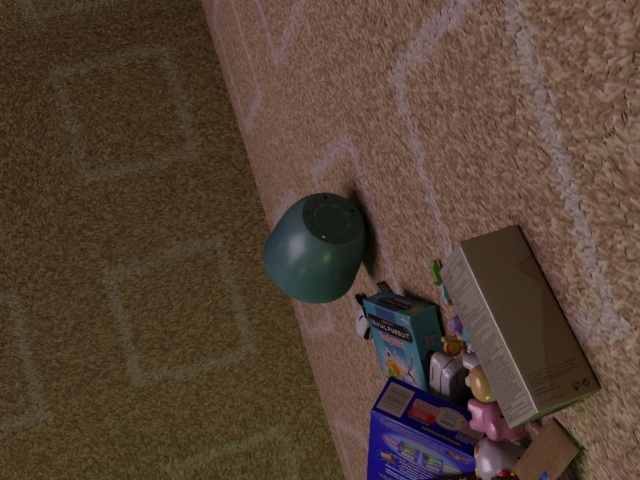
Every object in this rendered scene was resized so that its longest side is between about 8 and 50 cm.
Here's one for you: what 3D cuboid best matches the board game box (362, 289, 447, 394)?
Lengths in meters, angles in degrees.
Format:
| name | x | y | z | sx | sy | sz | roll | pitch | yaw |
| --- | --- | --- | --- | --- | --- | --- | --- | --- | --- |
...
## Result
| name | x | y | z | sx | sy | sz | roll | pitch | yaw |
| --- | --- | --- | --- | --- | --- | --- | --- | --- | --- |
| board game box | 0.233 | 0.312 | 1.939 | 0.254 | 0.079 | 0.336 | 12 | 121 | 67 |

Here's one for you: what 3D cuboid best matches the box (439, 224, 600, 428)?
| name | x | y | z | sx | sy | sz | roll | pitch | yaw |
| --- | --- | --- | --- | --- | --- | --- | --- | --- | --- |
| box | 0.332 | 0.147 | 1.313 | 0.148 | 0.121 | 0.311 | 104 | 147 | -66 |

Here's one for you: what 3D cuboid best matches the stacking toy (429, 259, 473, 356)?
| name | x | y | z | sx | sy | sz | roll | pitch | yaw |
| --- | --- | --- | --- | --- | --- | --- | --- | --- | --- |
| stacking toy | 0.291 | 0.149 | 1.649 | 0.167 | 0.052 | 0.221 | 162 | 92 | -77 |

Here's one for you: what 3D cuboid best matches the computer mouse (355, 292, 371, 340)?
| name | x | y | z | sx | sy | sz | roll | pitch | yaw |
| --- | --- | --- | --- | --- | --- | --- | --- | --- | --- |
| computer mouse | 0.136 | 0.260 | 2.462 | 0.193 | 0.042 | 0.106 | 87 | 160 | -46 |

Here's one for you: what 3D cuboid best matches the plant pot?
| name | x | y | z | sx | sy | sz | roll | pitch | yaw |
| --- | --- | --- | --- | --- | --- | --- | --- | --- | --- |
| plant pot | 0.000 | 0.000 | 2.214 | 0.293 | 0.293 | 0.235 | 67 | 152 | 27 |

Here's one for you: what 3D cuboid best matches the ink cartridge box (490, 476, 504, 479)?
| name | x | y | z | sx | sy | sz | roll | pitch | yaw |
| --- | --- | --- | --- | --- | --- | --- | --- | --- | --- |
| ink cartridge box | 0.426 | 0.578 | 1.427 | 0.255 | 0.097 | 0.189 | 50 | 155 | -18 |

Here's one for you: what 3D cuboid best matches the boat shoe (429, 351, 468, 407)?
| name | x | y | z | sx | sy | sz | roll | pitch | yaw |
| --- | --- | --- | --- | --- | --- | --- | --- | --- | --- |
| boat shoe | 0.291 | 0.334 | 1.766 | 0.076 | 0.083 | 0.226 | 39 | 148 | 34 |

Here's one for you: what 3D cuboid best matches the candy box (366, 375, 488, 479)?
| name | x | y | z | sx | sy | sz | roll | pitch | yaw |
| --- | --- | --- | --- | --- | --- | --- | --- | --- | --- |
| candy box | 0.250 | 0.500 | 1.787 | 0.268 | 0.122 | 0.317 | 22 | 137 | 21 |

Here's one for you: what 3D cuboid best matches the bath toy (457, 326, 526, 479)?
| name | x | y | z | sx | sy | sz | roll | pitch | yaw |
| --- | --- | --- | --- | --- | --- | --- | --- | --- | --- |
| bath toy | 0.350 | 0.324 | 1.479 | 0.151 | 0.129 | 0.348 | -36 | -60 | -56 |

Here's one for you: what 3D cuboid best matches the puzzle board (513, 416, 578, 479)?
| name | x | y | z | sx | sy | sz | roll | pitch | yaw |
| --- | --- | --- | --- | --- | --- | --- | --- | --- | --- |
| puzzle board | 0.406 | 0.397 | 1.375 | 0.128 | 0.011 | 0.096 | -60 | 22 | 15 |

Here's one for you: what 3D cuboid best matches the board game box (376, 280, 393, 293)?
| name | x | y | z | sx | sy | sz | roll | pitch | yaw |
| --- | --- | --- | --- | --- | --- | --- | --- | --- | --- |
| board game box | 0.221 | 0.234 | 2.107 | 0.259 | 0.030 | 0.136 | -125 | 20 | -55 |

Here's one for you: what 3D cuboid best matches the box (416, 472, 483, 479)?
| name | x | y | z | sx | sy | sz | roll | pitch | yaw |
| --- | --- | --- | --- | --- | --- | --- | --- | --- | --- |
| box | 0.304 | 0.614 | 1.616 | 0.167 | 0.203 | 0.168 | 57 | -145 | -19 |
